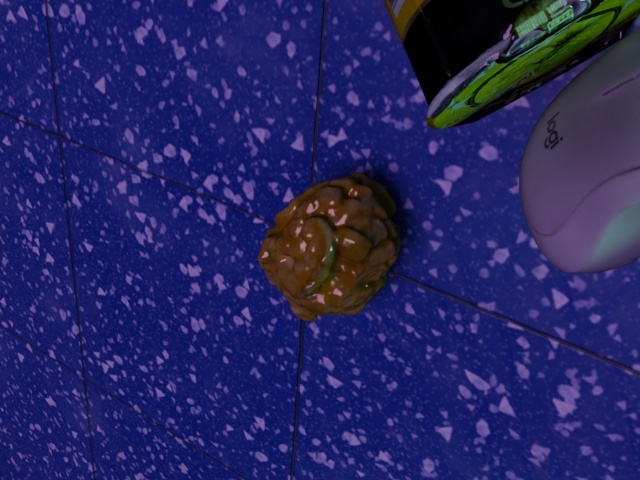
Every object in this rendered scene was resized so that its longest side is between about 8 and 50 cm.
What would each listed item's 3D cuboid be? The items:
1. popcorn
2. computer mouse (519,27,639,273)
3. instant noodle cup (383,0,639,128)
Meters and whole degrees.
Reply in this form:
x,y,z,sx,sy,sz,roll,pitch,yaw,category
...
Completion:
x,y,z,sx,sy,sz,roll,pitch,yaw,category
0.008,0.018,0.901,0.194,0.140,0.163,-22,92,44,popcorn
0.265,-0.094,0.614,0.121,0.184,0.297,24,145,-19,computer mouse
0.129,-0.241,0.643,0.216,0.216,0.236,-36,80,43,instant noodle cup
